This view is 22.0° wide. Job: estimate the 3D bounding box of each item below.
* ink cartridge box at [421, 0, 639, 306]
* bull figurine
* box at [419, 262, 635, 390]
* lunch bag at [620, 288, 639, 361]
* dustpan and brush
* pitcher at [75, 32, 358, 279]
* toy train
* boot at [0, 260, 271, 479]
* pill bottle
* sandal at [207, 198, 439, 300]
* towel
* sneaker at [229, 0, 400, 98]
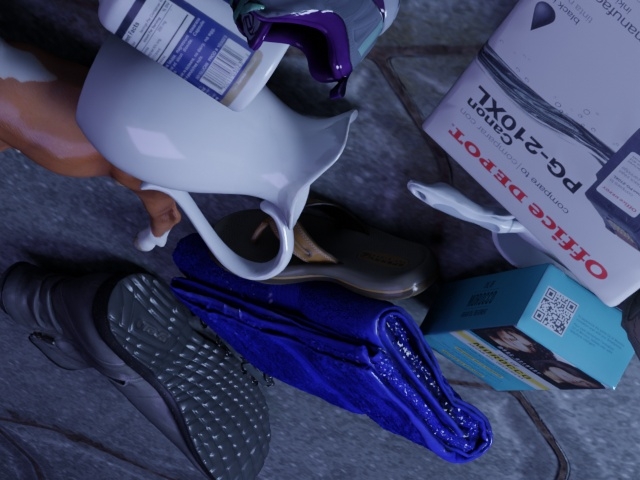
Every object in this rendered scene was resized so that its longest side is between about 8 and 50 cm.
[{"bbox_3d":[0.187,-0.088,0.958,0.172,0.100,0.237,44,149,5],"label":"ink cartridge box"},{"bbox_3d":[-0.241,-0.108,1.461,0.310,0.101,0.188,24,148,4],"label":"bull figurine"},{"bbox_3d":[0.171,0.078,1.396,0.100,0.060,0.244,33,167,-10],"label":"box"},{"bbox_3d":[0.374,0.054,1.108,0.287,0.169,0.235,27,154,-8],"label":"lunch bag"},{"bbox_3d":[0.169,-0.010,1.303,0.211,0.060,0.147,31,154,-5],"label":"dustpan and brush"},{"bbox_3d":[-0.096,-0.071,1.341,0.207,0.125,0.177,24,115,-1],"label":"pitcher"},{"bbox_3d":[-0.092,0.106,1.780,0.027,0.036,0.158,-14,133,28],"label":"toy train"},{"bbox_3d":[-0.211,0.147,1.906,0.223,0.118,0.338,4,134,44],"label":"boot"},{"bbox_3d":[-0.105,-0.178,1.227,0.169,0.094,0.094,33,153,-9],"label":"pill bottle"},{"bbox_3d":[0.000,0.000,1.458,0.219,0.090,0.060,13,133,30],"label":"sandal"},{"bbox_3d":[0.000,0.108,1.583,0.308,0.076,0.227,20,155,46],"label":"towel"},{"bbox_3d":[-0.050,-0.194,1.141,0.224,0.098,0.083,33,153,-11],"label":"sneaker"}]
